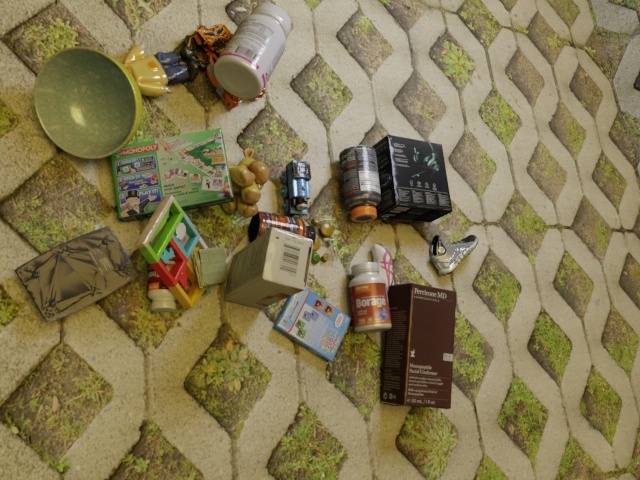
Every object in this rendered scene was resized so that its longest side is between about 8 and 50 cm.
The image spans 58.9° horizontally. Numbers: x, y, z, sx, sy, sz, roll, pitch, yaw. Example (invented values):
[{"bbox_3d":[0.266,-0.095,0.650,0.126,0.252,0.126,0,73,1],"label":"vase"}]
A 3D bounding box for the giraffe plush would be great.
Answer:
[{"bbox_3d":[-0.229,-0.189,1.735,0.210,0.181,0.170,32,42,23],"label":"giraffe plush"}]

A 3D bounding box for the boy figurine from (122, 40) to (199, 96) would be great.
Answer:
[{"bbox_3d":[-0.519,-0.515,1.703,0.285,0.092,0.177,-23,88,-36],"label":"boy figurine"}]

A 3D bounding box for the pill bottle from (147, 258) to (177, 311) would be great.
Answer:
[{"bbox_3d":[-0.427,0.114,1.547,0.086,0.086,0.152,5,71,-27],"label":"pill bottle"}]

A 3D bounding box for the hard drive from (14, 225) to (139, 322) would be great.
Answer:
[{"bbox_3d":[-0.624,0.087,1.466,0.255,0.054,0.172,-32,90,-33],"label":"hard drive"}]

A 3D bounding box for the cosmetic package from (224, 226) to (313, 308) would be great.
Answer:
[{"bbox_3d":[-0.150,0.086,1.587,0.129,0.296,0.153,18,67,-24],"label":"cosmetic package"}]

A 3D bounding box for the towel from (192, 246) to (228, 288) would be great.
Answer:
[{"bbox_3d":[-0.311,0.073,1.606,0.148,0.027,0.110,-15,98,-68],"label":"towel"}]

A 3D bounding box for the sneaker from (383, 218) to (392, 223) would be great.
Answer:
[{"bbox_3d":[0.250,-0.091,2.028,0.083,0.031,0.035,-43,117,-33],"label":"sneaker"}]

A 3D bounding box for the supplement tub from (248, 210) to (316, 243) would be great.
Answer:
[{"bbox_3d":[-0.116,-0.025,1.756,0.198,0.106,0.106,10,69,-27],"label":"supplement tub"}]

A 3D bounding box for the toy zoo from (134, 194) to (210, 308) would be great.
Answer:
[{"bbox_3d":[-0.374,0.047,1.540,0.192,0.030,0.293,-73,147,-45],"label":"toy zoo"}]

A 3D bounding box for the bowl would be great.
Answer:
[{"bbox_3d":[-0.604,-0.376,1.550,0.289,0.289,0.156,49,16,-6],"label":"bowl"}]

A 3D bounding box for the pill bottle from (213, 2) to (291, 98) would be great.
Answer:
[{"bbox_3d":[-0.202,-0.593,1.761,0.160,0.160,0.283,32,61,-17],"label":"pill bottle"}]

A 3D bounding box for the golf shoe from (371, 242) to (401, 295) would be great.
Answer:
[{"bbox_3d":[0.207,0.100,1.915,0.086,0.067,0.186,-16,82,-30],"label":"golf shoe"}]

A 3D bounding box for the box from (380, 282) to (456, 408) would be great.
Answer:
[{"bbox_3d":[0.319,0.340,1.829,0.191,0.143,0.381,11,75,-26],"label":"box"}]

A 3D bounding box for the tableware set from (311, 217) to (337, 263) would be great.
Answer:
[{"bbox_3d":[0.000,0.000,1.862,0.104,0.024,0.154,-2,76,-26],"label":"tableware set"}]

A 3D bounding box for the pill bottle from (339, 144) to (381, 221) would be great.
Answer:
[{"bbox_3d":[0.137,-0.189,1.934,0.130,0.130,0.245,4,72,-28],"label":"pill bottle"}]

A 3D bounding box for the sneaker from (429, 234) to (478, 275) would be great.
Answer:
[{"bbox_3d":[0.481,0.016,2.086,0.132,0.086,0.229,50,59,-3],"label":"sneaker"}]

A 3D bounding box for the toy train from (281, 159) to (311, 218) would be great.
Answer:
[{"bbox_3d":[-0.076,-0.165,1.822,0.080,0.105,0.184,4,72,-28],"label":"toy train"}]

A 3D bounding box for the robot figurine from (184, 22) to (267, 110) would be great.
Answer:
[{"bbox_3d":[-0.307,-0.579,1.843,0.211,0.085,0.291,-32,91,-34],"label":"robot figurine"}]

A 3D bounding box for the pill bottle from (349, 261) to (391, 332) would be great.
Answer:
[{"bbox_3d":[0.156,0.184,1.827,0.121,0.121,0.216,2,73,-29],"label":"pill bottle"}]

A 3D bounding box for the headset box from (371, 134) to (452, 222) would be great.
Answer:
[{"bbox_3d":[0.314,-0.223,2.005,0.246,0.131,0.283,3,72,-28],"label":"headset box"}]

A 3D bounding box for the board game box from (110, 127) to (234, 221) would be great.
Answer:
[{"bbox_3d":[-0.417,-0.185,1.594,0.317,0.046,0.213,-10,77,-3],"label":"board game box"}]

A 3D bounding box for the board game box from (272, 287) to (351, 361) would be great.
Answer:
[{"bbox_3d":[-0.023,0.254,1.753,0.211,0.039,0.160,35,61,-14],"label":"board game box"}]
